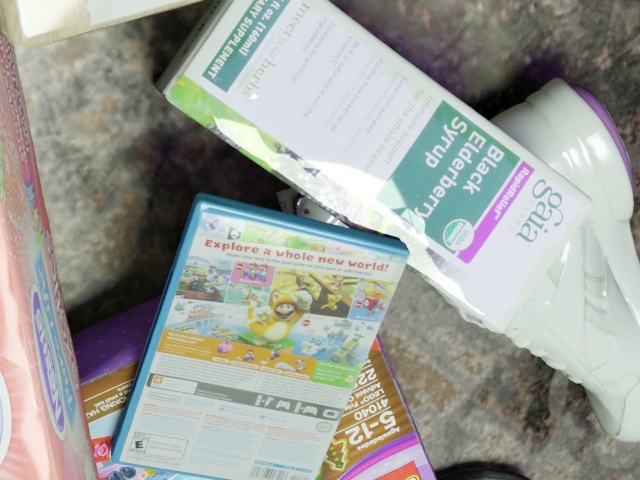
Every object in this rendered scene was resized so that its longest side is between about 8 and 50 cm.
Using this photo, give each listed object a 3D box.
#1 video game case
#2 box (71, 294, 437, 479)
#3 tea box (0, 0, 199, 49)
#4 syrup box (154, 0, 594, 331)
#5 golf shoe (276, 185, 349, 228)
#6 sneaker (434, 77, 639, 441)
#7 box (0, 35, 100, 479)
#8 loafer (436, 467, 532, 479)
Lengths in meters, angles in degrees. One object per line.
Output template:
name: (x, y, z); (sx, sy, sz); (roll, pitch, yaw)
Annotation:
video game case: (-0.035, 0.062, 0.652); (0.119, 0.015, 0.166); (14, 114, -18)
box: (-0.090, 0.137, 0.725); (0.293, 0.057, 0.201); (-24, 123, -1)
tea box: (-0.084, -0.282, 0.415); (0.220, 0.323, 0.329); (-21, 120, -21)
syrup box: (0.029, -0.055, 0.682); (0.237, 0.096, 0.093); (35, 92, -15)
golf shoe: (0.000, 0.000, 0.768); (0.086, 0.069, 0.176); (26, 92, -19)
sneaker: (0.162, 0.035, 0.858); (0.152, 0.114, 0.305); (-26, 119, -2)
box: (-0.196, 0.056, 0.559); (0.154, 0.142, 0.299); (-9, 105, -6)
loafer: (0.081, 0.226, 0.898); (0.223, 0.078, 0.076); (-5, 115, -29)
